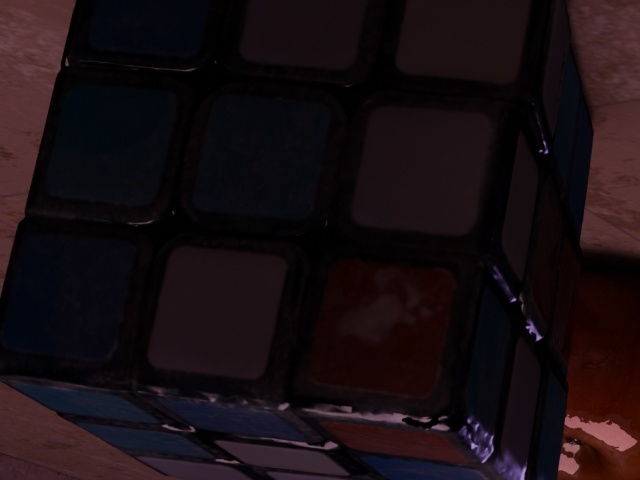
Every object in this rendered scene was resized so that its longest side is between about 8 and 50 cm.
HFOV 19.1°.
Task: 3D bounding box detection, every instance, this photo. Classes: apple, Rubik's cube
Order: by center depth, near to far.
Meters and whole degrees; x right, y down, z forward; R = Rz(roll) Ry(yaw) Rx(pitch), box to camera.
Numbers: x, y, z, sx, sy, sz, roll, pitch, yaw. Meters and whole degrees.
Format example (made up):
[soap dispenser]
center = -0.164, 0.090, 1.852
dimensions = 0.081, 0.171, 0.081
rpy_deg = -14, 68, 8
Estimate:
[Rubik's cube]
center = 0.000, 0.000, 1.424
dimensions = 0.362, 0.359, 0.363
rpy_deg = 4, 161, 15
[apple]
center = 0.281, 0.141, 1.962
dimensions = 0.272, 0.206, 0.251
rpy_deg = 1, 157, 34
